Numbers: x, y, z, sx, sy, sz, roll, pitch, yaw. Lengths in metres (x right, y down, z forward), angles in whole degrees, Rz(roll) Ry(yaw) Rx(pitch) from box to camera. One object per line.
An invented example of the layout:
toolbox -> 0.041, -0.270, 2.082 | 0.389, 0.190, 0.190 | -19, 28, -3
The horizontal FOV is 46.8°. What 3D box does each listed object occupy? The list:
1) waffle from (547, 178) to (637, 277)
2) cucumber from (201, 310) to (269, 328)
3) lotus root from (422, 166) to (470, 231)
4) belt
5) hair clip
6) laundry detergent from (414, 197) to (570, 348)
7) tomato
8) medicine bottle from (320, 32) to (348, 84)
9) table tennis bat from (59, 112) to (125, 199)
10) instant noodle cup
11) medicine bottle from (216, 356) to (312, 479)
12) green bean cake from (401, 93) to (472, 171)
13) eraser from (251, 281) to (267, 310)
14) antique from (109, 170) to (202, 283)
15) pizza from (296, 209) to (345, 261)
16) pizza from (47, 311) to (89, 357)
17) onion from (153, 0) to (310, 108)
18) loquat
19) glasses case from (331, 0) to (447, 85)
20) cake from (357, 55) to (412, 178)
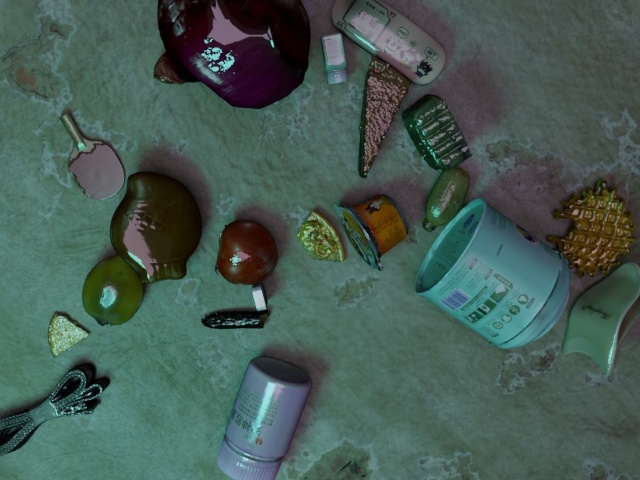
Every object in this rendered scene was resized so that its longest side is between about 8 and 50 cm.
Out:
waffle -> 0.721, -0.024, 1.948 | 0.228, 0.051, 0.232 | -38, 99, 1
cucumber -> -0.223, 0.210, 1.947 | 0.181, 0.053, 0.053 | -2, 99, 0
lotus root -> 0.320, -0.102, 1.903 | 0.090, 0.077, 0.183 | 28, 95, -6
belt -> -0.726, 0.450, 1.942 | 0.359, 0.094, 0.126 | -30, 95, 1
hair clip -> 0.754, 0.193, 1.933 | 0.282, 0.172, 0.113 | -48, 117, -5
laundry detergent -> 0.437, 0.096, 1.834 | 0.305, 0.287, 0.287 | 34, 96, -7
tomato -> -0.184, 0.037, 1.866 | 0.167, 0.167, 0.167 | 0, 99, -2
medicine bottle -> 0.036, -0.450, 1.836 | 0.055, 0.074, 0.118 | -11, 101, -1
table tennis bat -> -0.590, -0.213, 1.878 | 0.131, 0.022, 0.234 | -28, 101, 3
instant noodle cup -> 0.142, -0.038, 1.870 | 0.125, 0.177, 0.208 | -31, 86, -10
medicine bottle -> -0.148, 0.467, 1.926 | 0.178, 0.178, 0.291 | 20, 99, -5
green bean cake -> 0.280, -0.263, 1.828 | 0.094, 0.173, 0.181 | -33, 102, 2
eraser -> -0.156, 0.140, 1.908 | 0.026, 0.105, 0.065 | -11, 100, -1
antique -> -0.410, -0.033, 1.835 | 0.223, 0.129, 0.278 | -14, 94, -24
pizza -> 0.000, 0.000, 1.927 | 0.099, 0.036, 0.160 | -30, 99, 3
pizza -> -0.661, 0.251, 1.946 | 0.108, 0.026, 0.123 | 4, 97, -6
onion -> -0.249, -0.465, 1.704 | 0.420, 0.398, 0.398 | -24, 100, 23
loquat -> -0.523, 0.123, 1.875 | 0.152, 0.152, 0.195 | 18, 90, -5
glasses case -> 0.170, -0.504, 1.832 | 0.314, 0.075, 0.122 | 34, 93, -7
cake -> 0.145, -0.299, 1.844 | 0.112, 0.116, 0.295 | 12, 98, -4
